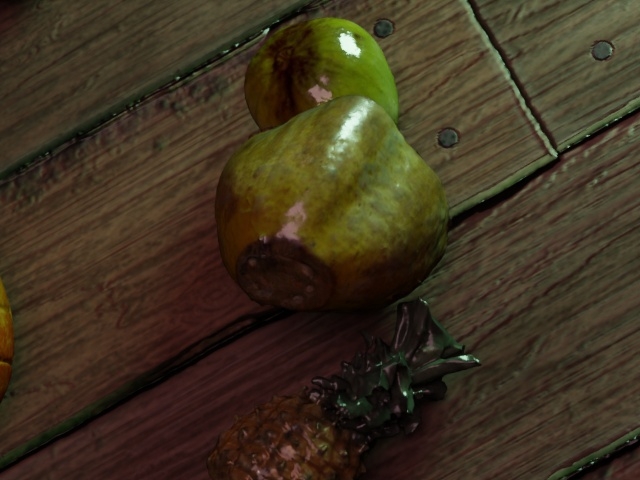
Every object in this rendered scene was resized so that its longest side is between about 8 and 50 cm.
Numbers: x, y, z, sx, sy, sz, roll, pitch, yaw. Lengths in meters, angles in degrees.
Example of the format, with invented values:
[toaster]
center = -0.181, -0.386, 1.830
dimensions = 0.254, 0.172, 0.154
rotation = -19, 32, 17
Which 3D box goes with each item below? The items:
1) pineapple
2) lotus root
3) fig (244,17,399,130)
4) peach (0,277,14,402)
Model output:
[pineapple]
center = 0.021, 0.155, 1.510
dimensions = 0.248, 0.128, 0.128
rotation = -40, 69, -6
[lotus root]
center = -0.001, 0.000, 1.501
dimensions = 0.188, 0.180, 0.199
rotation = -29, 109, 32
[fig]
center = 0.002, -0.139, 1.598
dimensions = 0.136, 0.121, 0.153
rotation = -38, 70, 4
[peach]
center = -0.423, 0.087, 1.598
dimensions = 0.249, 0.245, 0.274
rotation = -31, 78, 32
